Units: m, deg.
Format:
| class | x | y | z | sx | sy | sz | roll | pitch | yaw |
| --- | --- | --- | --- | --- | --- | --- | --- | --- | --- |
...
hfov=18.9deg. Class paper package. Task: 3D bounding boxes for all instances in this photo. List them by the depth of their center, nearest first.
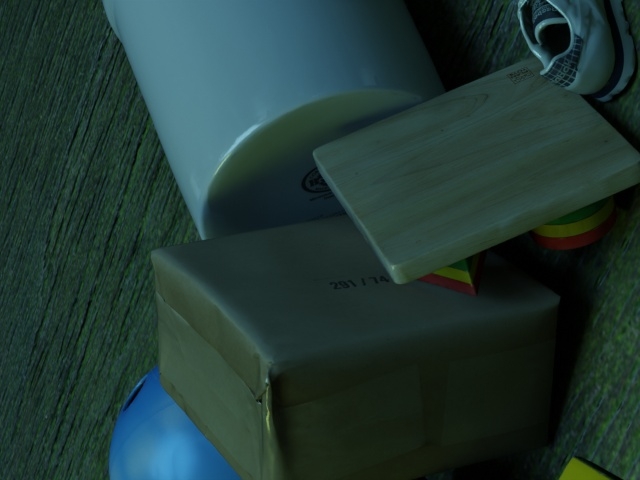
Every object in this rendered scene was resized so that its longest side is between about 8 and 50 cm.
| class | x | y | z | sx | sy | sz | roll | pitch | yaw |
| --- | --- | --- | --- | --- | --- | --- | --- | --- | --- |
| paper package | 0.029 | 0.103 | 1.917 | 0.309 | 0.325 | 0.168 | 40 | 135 | 55 |

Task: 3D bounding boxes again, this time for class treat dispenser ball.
| class | x | y | z | sx | sy | sz | roll | pitch | yaw |
| --- | --- | --- | --- | --- | --- | --- | --- | --- | --- |
| treat dispenser ball | -0.093 | 0.251 | 2.157 | 0.288 | 0.288 | 0.288 | -20 | 66 | 57 |

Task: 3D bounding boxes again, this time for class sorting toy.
| class | x | y | z | sx | sy | sz | roll | pitch | yaw |
| --- | --- | --- | --- | --- | --- | --- | --- | --- | --- |
| sorting toy | 0.156 | -0.049 | 1.876 | 0.255 | 0.257 | 0.089 | -122 | 11 | -57 |

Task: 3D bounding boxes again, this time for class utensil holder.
| class | x | y | z | sx | sy | sz | roll | pitch | yaw |
| --- | --- | --- | --- | --- | --- | --- | --- | --- | --- |
| utensil holder | -0.043 | -0.191 | 2.142 | 0.327 | 0.328 | 0.385 | -58 | 40 | 36 |

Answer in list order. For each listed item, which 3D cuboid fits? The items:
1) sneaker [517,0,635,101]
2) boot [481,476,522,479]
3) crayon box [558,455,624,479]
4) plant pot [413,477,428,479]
| class | x | y | z | sx | sy | sz | roll | pitch | yaw |
| --- | --- | --- | --- | --- | --- | --- | --- | --- | --- |
| sneaker | 0.237 | -0.246 | 1.897 | 0.090 | 0.095 | 0.235 | -53 | 39 | 43 |
| boot | 0.227 | 0.311 | 1.810 | 0.219 | 0.082 | 0.106 | 28 | 118 | 50 |
| crayon box | 0.248 | 0.407 | 1.576 | 0.313 | 0.106 | 0.363 | 30 | 90 | 49 |
| plant pot | 0.059 | 0.324 | 1.890 | 0.254 | 0.237 | 0.237 | 180 | 96 | -71 |
